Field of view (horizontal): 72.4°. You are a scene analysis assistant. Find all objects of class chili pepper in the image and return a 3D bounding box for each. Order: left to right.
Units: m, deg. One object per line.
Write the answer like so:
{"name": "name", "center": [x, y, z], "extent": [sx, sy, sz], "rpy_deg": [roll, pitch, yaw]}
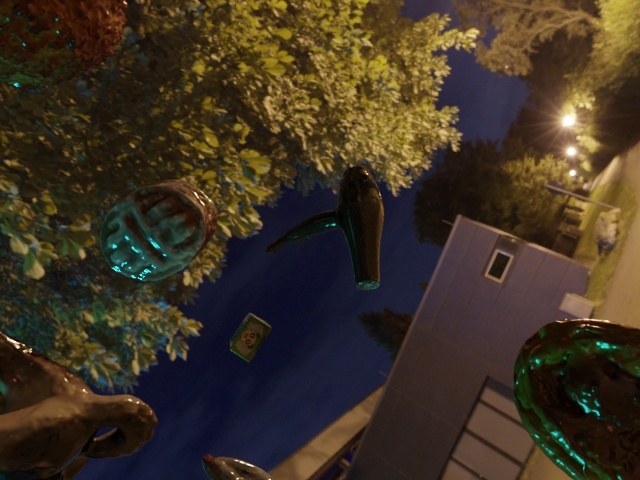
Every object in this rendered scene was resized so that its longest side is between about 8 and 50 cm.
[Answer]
{"name": "chili pepper", "center": [-0.067, 0.279, 0.481], "extent": [0.041, 0.153, 0.050], "rpy_deg": [-52, -13, -14]}

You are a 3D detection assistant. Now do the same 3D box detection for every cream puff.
{"name": "cream puff", "center": [-0.455, -0.346, 0.636], "extent": [0.350, 0.350, 0.229], "rpy_deg": [-26, -45, -51]}

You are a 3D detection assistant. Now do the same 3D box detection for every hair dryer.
{"name": "hair dryer", "center": [0.000, 0.000, 0.683], "extent": [0.075, 0.219, 0.195], "rpy_deg": [33, -133, -46]}

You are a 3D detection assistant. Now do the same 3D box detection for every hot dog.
{"name": "hot dog", "center": [0.305, 0.167, 0.415], "extent": [0.099, 0.227, 0.160], "rpy_deg": [16, -90, -73]}

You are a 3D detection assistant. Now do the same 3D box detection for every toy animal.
{"name": "toy animal", "center": [-0.420, 0.328, 0.620], "extent": [0.302, 0.194, 0.344], "rpy_deg": [18, -68, -21]}

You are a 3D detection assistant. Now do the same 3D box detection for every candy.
{"name": "candy", "center": [-0.390, -0.027, 1.068], "extent": [0.289, 0.214, 0.157], "rpy_deg": [-28, 14, 17]}
{"name": "candy", "center": [-0.179, 0.239, 1.104], "extent": [0.097, 0.062, 0.194], "rpy_deg": [-56, 6, -12]}

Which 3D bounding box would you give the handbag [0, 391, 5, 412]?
{"name": "handbag", "center": [-0.703, 0.367, 0.803], "extent": [0.109, 0.316, 0.253], "rpy_deg": [-110, 25, -68]}
